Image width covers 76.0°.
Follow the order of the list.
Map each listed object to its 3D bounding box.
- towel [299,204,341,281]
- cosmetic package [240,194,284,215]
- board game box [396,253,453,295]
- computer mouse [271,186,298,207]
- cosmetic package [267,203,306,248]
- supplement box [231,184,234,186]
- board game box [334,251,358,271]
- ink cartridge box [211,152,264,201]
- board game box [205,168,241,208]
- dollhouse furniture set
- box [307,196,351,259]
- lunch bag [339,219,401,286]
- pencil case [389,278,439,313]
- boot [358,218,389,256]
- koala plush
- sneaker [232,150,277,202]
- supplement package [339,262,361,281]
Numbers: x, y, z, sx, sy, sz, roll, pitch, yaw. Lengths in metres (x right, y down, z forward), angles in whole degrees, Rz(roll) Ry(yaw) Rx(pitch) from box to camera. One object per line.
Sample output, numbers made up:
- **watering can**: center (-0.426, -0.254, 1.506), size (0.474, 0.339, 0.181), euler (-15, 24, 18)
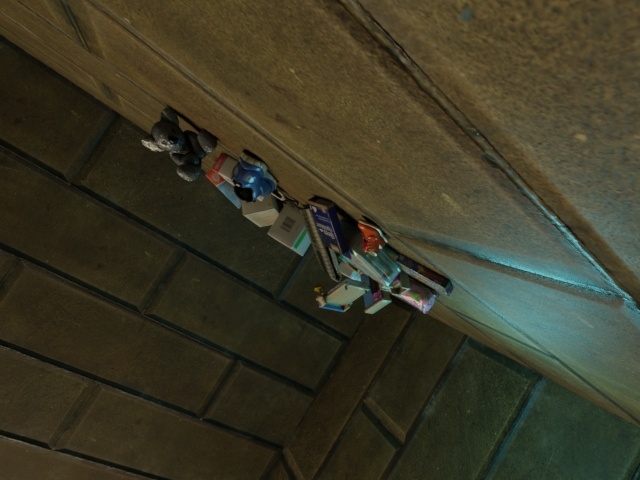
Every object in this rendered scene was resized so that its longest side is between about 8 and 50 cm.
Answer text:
- **towel**: center (0.000, 0.000, 1.742), size (0.312, 0.056, 0.325), euler (-156, 45, -80)
- **cosmetic package**: center (-0.283, -0.161, 2.072), size (0.160, 0.113, 0.309), euler (-12, 169, 3)
- **board game box**: center (0.381, 0.126, 1.494), size (0.201, 0.035, 0.136), euler (31, 175, 30)
- **computer mouse**: center (-0.179, -0.205, 1.768), size (0.106, 0.042, 0.193), euler (35, -176, 33)
- **cosmetic package**: center (-0.133, -0.051, 2.152), size (0.155, 0.197, 0.365), euler (31, 177, 10)
- **supplement box**: center (-0.367, -0.268, 2.129), size (0.104, 0.081, 0.188), euler (31, 176, 20)
- **board game box**: center (0.130, 0.047, 1.812), size (0.039, 0.124, 0.259), euler (15, 168, 32)
- **ink cartridge box**: center (-0.340, -0.275, 1.784), size (0.217, 0.092, 0.158), euler (28, 175, 27)
- **board game box**: center (-0.509, -0.300, 2.262), size (0.242, 0.064, 0.316), euler (47, -179, -15)
- **dollhouse furniture set**: center (0.160, 0.157, 1.746), size (0.303, 0.286, 0.198), euler (15, -130, -30)
- **box**: center (0.032, -0.037, 1.422), size (0.136, 0.036, 0.226), euler (25, 141, 58)
- **lunch bag**: center (0.172, 0.050, 1.543), size (0.279, 0.108, 0.224), euler (42, 171, -34)
- **pencil case**: center (0.415, 0.230, 1.955), size (0.284, 0.124, 0.124), euler (29, 175, 28)
- **boot**: center (0.155, -0.007, 1.290), size (0.059, 0.085, 0.158), euler (30, 174, 46)
- **koala plush**: center (-0.539, -0.369, 1.544), size (0.221, 0.196, 0.203), euler (30, -172, -31)
- **sneaker**: center (-0.261, -0.213, 1.523), size (0.129, 0.147, 0.330), euler (32, 177, 9)
- **supplement package**: center (0.240, 0.174, 2.334), size (0.203, 0.149, 0.194), euler (33, 176, -21)
